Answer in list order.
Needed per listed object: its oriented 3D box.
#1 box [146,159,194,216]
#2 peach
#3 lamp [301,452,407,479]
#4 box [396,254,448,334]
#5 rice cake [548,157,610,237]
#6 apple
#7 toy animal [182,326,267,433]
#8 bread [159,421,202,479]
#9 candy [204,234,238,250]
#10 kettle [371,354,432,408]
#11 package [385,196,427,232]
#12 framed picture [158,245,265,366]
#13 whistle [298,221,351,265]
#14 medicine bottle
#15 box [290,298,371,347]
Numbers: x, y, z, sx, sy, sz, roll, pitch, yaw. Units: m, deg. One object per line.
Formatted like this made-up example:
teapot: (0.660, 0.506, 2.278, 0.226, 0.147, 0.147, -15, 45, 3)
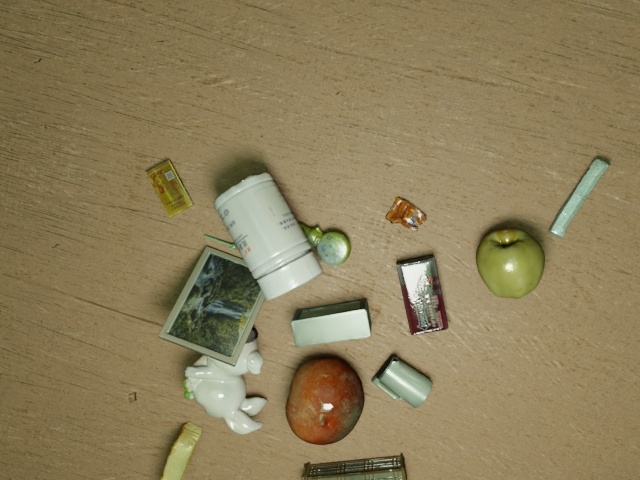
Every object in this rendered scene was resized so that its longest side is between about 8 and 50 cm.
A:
box: (-0.463, -0.160, 1.631, 0.089, 0.022, 0.156, -28, 94, 8)
peach: (0.014, 0.478, 1.569, 0.253, 0.252, 0.252, 1, 99, 6)
lamp: (0.108, 0.749, 1.672, 0.326, 0.089, 0.090, -8, 99, 8)
box: (0.303, 0.162, 1.575, 0.120, 0.069, 0.224, -10, 99, 7)
rice cake: (0.730, -0.121, 1.498, 0.045, 0.042, 0.245, 33, 101, 13)
apple: (0.529, 0.064, 1.478, 0.200, 0.200, 0.200, 1, 99, 6)
toy animal: (-0.277, 0.422, 1.616, 0.247, 0.183, 0.310, 9, 100, 5)
bread: (-0.454, 0.702, 1.705, 0.068, 0.125, 0.188, 22, 101, 1)
candy: (-0.270, 0.016, 1.629, 0.201, 0.060, 0.060, 19, 100, 12)
kettle: (0.250, 0.430, 1.616, 0.148, 0.127, 0.098, 34, 68, 3)
package: (0.253, -0.071, 1.561, 0.111, 0.033, 0.077, 33, 110, 5)
framed picture: (-0.297, 0.185, 1.560, 0.241, 0.020, 0.324, 22, 57, 3)
whistle: (0.000, 0.000, 1.594, 0.198, 0.057, 0.104, 29, 106, 9)
medicine bottle: (-0.146, -0.007, 1.514, 0.190, 0.190, 0.332, -30, 86, 10)
box: (0.035, 0.244, 1.583, 0.225, 0.129, 0.086, -10, 98, 7)
